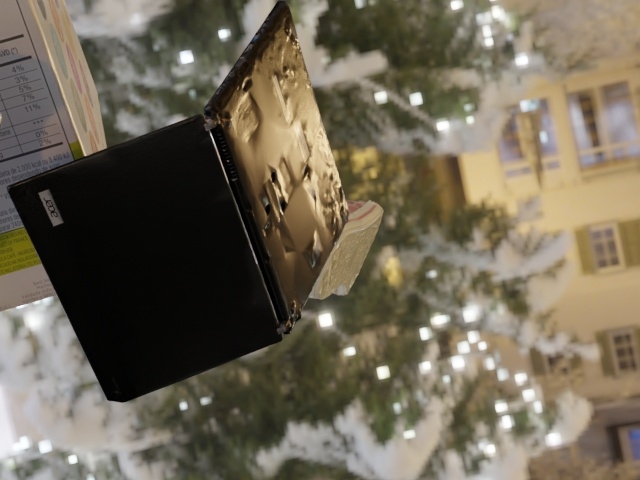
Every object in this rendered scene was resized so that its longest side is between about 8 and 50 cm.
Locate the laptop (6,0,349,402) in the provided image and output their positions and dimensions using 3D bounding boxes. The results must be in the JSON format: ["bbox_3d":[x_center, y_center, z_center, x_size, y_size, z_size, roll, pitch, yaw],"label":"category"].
[{"bbox_3d":[-0.100,-0.031,1.135,0.137,0.234,0.264,2,-140,24],"label":"laptop"}]

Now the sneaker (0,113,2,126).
[{"bbox_3d":[-0.287,0.024,0.899,0.131,0.296,0.112,0,-146,-37],"label":"sneaker"}]

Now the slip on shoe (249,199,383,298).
[{"bbox_3d":[0.000,0.000,1.564,0.101,0.123,0.331,24,-172,10],"label":"slip on shoe"}]

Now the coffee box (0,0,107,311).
[{"bbox_3d":[-0.398,-0.141,1.261,0.338,0.334,0.337,-16,-141,-4],"label":"coffee box"}]
